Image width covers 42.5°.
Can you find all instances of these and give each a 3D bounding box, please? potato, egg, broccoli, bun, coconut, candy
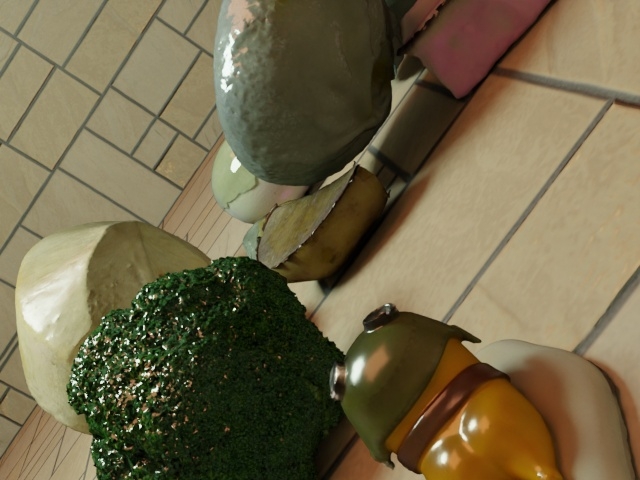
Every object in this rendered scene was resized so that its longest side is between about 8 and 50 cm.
[{"bbox_3d":[0.000,0.000,1.119,0.243,0.098,0.138,-23,38,57],"label":"potato"},{"bbox_3d":[-0.098,-0.143,1.524,0.217,0.183,0.183,-54,15,34],"label":"egg"},{"bbox_3d":[-0.115,0.166,0.894,0.308,0.308,0.275,-59,-22,-9],"label":"broccoli"},{"bbox_3d":[-0.008,-0.240,1.134,0.362,0.211,0.361,8,-90,-78],"label":"bun"},{"bbox_3d":[-0.367,0.138,1.488,0.415,0.345,0.415,-175,90,-78],"label":"coconut"},{"bbox_3d":[0.220,-0.331,1.076,0.265,0.116,0.155,-49,16,27],"label":"candy"}]

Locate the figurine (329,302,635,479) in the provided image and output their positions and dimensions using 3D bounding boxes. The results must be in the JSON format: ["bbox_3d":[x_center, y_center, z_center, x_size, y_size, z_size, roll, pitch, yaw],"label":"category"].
[{"bbox_3d":[0.091,0.119,0.547,0.166,0.141,0.250,-54,16,5],"label":"figurine"}]

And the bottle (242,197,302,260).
[{"bbox_3d":[-0.032,-0.031,1.297,0.270,0.083,0.083,-33,28,51],"label":"bottle"}]

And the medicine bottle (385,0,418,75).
[{"bbox_3d":[0.113,-0.440,1.380,0.290,0.245,0.245,-59,16,-8],"label":"medicine bottle"}]
